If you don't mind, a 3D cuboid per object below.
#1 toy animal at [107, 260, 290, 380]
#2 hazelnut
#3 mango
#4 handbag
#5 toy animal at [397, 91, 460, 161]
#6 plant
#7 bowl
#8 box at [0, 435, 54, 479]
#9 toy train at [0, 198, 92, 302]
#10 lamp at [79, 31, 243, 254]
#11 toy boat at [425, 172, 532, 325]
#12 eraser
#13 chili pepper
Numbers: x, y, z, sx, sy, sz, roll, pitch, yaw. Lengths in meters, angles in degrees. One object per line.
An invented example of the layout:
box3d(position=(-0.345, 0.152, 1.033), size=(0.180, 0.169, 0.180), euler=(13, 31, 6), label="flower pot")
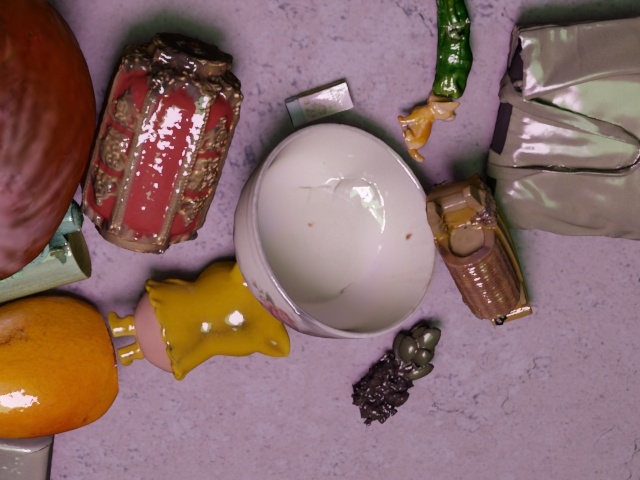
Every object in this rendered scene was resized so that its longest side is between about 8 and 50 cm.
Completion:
box3d(position=(-0.162, 0.105, 1.697), size=(0.230, 0.156, 0.156), euler=(-17, 115, 0), label="toy animal")
box3d(position=(-0.405, -0.133, 1.412), size=(0.315, 0.372, 0.372), euler=(-27, 114, 2), label="hazelnut")
box3d(position=(-0.399, 0.174, 1.674), size=(0.257, 0.138, 0.187), euler=(-15, 88, -28), label="mango")
box3d(position=(0.348, -0.142, 1.645), size=(0.253, 0.109, 0.315), euler=(4, 120, -2), label="handbag")
box3d(position=(0.145, -0.151, 1.654), size=(0.083, 0.060, 0.081), euler=(-20, 75, 6), label="toy animal")
box3d(position=(0.110, 0.184, 1.797), size=(0.087, 0.085, 0.174), euler=(26, 106, -41), label="plant")
box3d(position=(0.000, 0.000, 1.628), size=(0.277, 0.277, 0.145), euler=(39, 150, -19), label="bowl")
box3d(position=(-0.552, 0.376, 1.778), size=(0.352, 0.177, 0.343), euler=(9, 112, -8), label="box")
box3d(position=(-0.441, 0.030, 1.643), size=(0.307, 0.126, 0.189), euler=(-15, 130, 2), label="toy train")
box3d(position=(-0.199, -0.118, 1.585), size=(0.177, 0.177, 0.274), euler=(16, 114, -11), label="lamp")
box3d(position=(0.208, 0.027, 1.659), size=(0.089, 0.115, 0.310), euler=(-16, 139, 13), label="toy boat")
box3d(position=(-0.002, -0.176, 1.650), size=(0.083, 0.019, 0.038), euler=(-18, 117, 4), label="eraser")
box3d(position=(0.163, -0.266, 1.593), size=(0.050, 0.073, 0.182), euler=(4, 122, 19), label="chili pepper")
